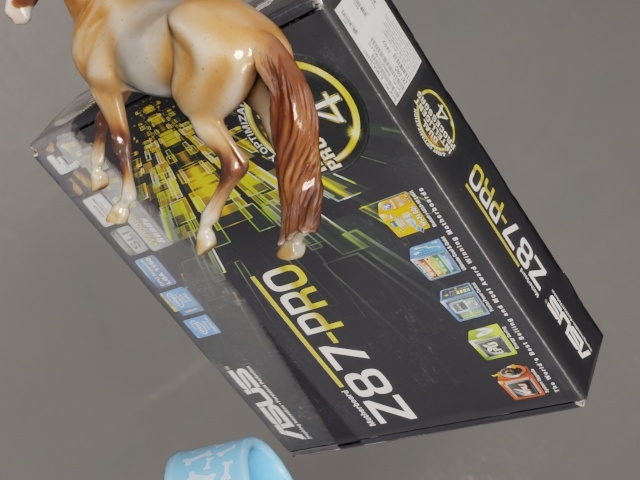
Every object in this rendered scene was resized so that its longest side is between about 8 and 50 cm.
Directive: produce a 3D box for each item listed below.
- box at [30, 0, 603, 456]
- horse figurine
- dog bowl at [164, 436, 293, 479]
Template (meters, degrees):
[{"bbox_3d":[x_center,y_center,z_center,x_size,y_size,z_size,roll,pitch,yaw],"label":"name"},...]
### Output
[{"bbox_3d":[0.000,0.000,0.887,0.318,0.395,0.097,-17,30,37],"label":"box"},{"bbox_3d":[-0.084,-0.083,0.610,0.263,0.175,0.066,20,29,38],"label":"horse figurine"},{"bbox_3d":[-0.046,0.299,0.906,0.074,0.166,0.297,-26,52,10],"label":"dog bowl"}]
